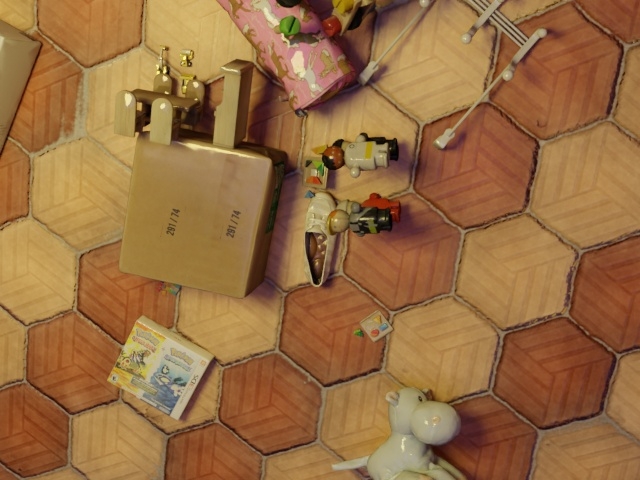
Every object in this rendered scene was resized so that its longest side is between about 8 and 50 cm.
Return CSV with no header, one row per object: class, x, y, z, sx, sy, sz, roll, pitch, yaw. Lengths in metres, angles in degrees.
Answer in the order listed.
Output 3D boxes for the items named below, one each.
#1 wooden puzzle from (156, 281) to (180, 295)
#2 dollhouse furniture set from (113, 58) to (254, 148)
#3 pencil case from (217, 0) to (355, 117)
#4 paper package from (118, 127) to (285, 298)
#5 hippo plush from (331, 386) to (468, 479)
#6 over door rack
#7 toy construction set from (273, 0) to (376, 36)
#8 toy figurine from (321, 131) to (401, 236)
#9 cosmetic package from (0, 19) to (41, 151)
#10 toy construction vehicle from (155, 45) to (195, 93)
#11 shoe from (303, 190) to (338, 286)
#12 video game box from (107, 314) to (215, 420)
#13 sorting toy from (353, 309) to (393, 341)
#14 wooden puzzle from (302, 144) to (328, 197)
wooden puzzle,-0.355,0.099,1.695,0.049,0.006,0.083,33,105,0
dollhouse furniture set,-0.273,-0.299,1.453,0.242,0.212,0.160,12,114,5
pencil case,-0.096,-0.444,1.453,0.167,0.160,0.386,-35,96,8
paper package,-0.256,-0.064,1.560,0.310,0.168,0.324,13,104,4
hippo plush,0.229,0.459,1.622,0.294,0.234,0.236,11,86,48
over door rack,0.264,-0.373,1.443,0.239,0.108,0.324,41,105,-2
toy construction set,0.091,-0.515,1.299,0.309,0.237,0.257,-8,98,-31
toy figurine,0.081,-0.115,1.478,0.148,0.209,0.212,0,102,14
cosmetic package,-0.813,-0.322,1.587,0.217,0.156,0.384,27,106,3
toy construction vehicle,-0.320,-0.375,1.564,0.086,0.035,0.098,10,104,6
shoe,0.000,0.000,1.592,0.077,0.058,0.218,5,104,7
video game box,-0.389,0.311,1.729,0.205,0.048,0.187,29,103,1
sorting toy,0.119,0.207,1.647,0.083,0.012,0.062,-36,96,14
wooden puzzle,-0.013,-0.151,1.561,0.079,0.014,0.116,2,94,39
